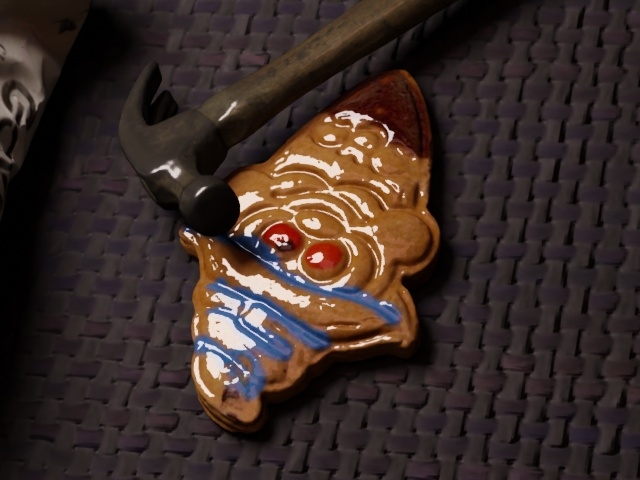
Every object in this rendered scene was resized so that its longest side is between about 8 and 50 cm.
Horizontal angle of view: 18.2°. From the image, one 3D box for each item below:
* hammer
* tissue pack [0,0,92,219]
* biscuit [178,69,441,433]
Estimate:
[{"bbox_3d":[0.060,-0.157,1.351,0.440,0.044,0.168,-33,38,-12],"label":"hammer"},{"bbox_3d":[-0.363,-0.080,1.334,0.390,0.195,0.376,2,53,15],"label":"tissue pack"},{"bbox_3d":[0.000,0.000,1.292,0.183,0.043,0.280,20,68,20],"label":"biscuit"}]
